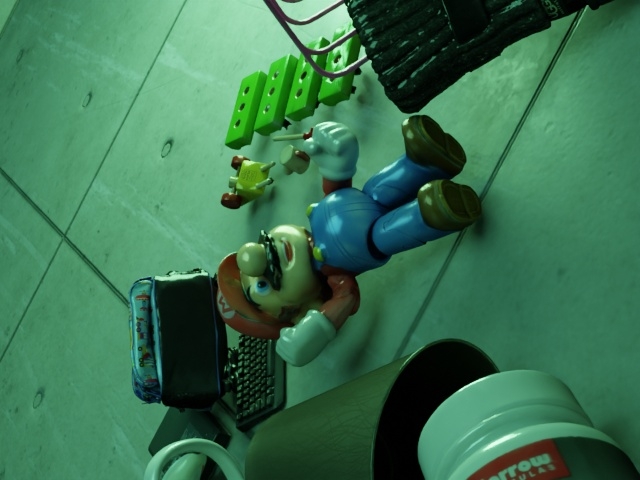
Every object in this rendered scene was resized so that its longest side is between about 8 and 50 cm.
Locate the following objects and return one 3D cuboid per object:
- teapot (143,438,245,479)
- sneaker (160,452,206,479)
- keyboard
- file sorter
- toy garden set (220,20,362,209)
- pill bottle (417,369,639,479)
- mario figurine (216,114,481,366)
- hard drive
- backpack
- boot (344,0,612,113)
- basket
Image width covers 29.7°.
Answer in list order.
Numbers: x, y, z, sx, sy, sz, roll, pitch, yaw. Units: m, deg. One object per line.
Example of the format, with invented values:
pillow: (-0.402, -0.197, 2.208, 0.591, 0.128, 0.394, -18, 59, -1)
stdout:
teapot: (-0.119, 0.363, 1.169, 0.252, 0.187, 0.256, -58, 31, 8)
sneaker: (-0.155, 0.315, 1.378, 0.075, 0.057, 0.161, 34, 106, 21)
keyboard: (-0.082, 0.137, 1.433, 0.108, 0.023, 0.180, -36, 40, 38)
file sorter: (-0.001, -0.360, 1.452, 0.182, 0.202, 0.290, -33, 39, 9)
toy garden set: (-0.034, -0.150, 1.550, 0.244, 0.049, 0.204, -18, 52, 49)
pill bottle: (0.173, 0.234, 0.853, 0.161, 0.161, 0.283, -50, 34, 21)
mario figurine: (0.000, 0.000, 1.262, 0.320, 0.170, 0.198, -35, 16, 29)
hard drive: (-0.162, 0.247, 1.471, 0.094, 0.022, 0.135, -62, 32, 4)
backpack: (-0.165, 0.126, 1.421, 0.173, 0.117, 0.158, 115, 150, -72)
boot: (0.142, -0.312, 1.254, 0.260, 0.131, 0.348, -27, 45, 19)
basket: (0.042, 0.204, 1.088, 0.227, 0.154, 0.204, -23, 44, 52)
